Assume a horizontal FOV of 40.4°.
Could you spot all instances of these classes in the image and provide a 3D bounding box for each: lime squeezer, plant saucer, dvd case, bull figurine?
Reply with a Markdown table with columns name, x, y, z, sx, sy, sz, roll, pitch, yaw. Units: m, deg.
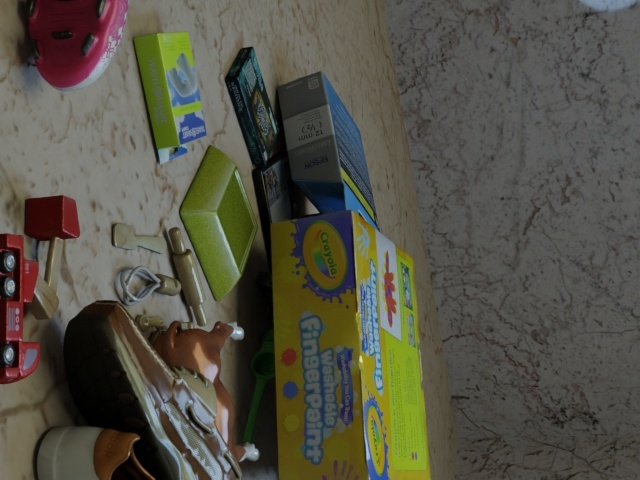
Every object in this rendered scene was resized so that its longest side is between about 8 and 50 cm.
| name | x | y | z | sx | sy | sz | roll | pitch | yaw |
| --- | --- | --- | --- | --- | --- | --- | --- | --- | --- |
| lime squeezer | -0.095 | 0.224 | 1.550 | 0.310 | 0.059 | 0.110 | -65 | 177 | -63 |
| plant saucer | -0.152 | -0.030 | 1.405 | 0.188 | 0.045 | 0.188 | -76 | 156 | -50 |
| dvd case | -0.077 | -0.037 | 1.718 | 0.180 | 0.022 | 0.253 | -50 | 134 | -67 |
| bull figurine | -0.159 | 0.254 | 1.166 | 0.188 | 0.101 | 0.310 | -24 | 112 | -73 |

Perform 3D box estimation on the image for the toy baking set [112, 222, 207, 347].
| name | x | y | z | sx | sy | sz | roll | pitch | yaw |
| --- | --- | --- | --- | --- | --- | --- | --- | --- | --- |
| toy baking set | -0.211 | 0.073 | 1.189 | 0.197 | 0.030 | 0.256 | -61 | 143 | -63 |

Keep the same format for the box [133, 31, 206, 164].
| name | x | y | z | sx | sy | sz | roll | pitch | yaw |
| --- | --- | --- | --- | --- | --- | --- | --- | --- | --- |
| box | -0.212 | -0.207 | 1.253 | 0.109 | 0.042 | 0.178 | -46 | 128 | -69 |

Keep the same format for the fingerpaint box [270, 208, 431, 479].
| name | x | y | z | sx | sy | sz | roll | pitch | yaw |
| --- | --- | --- | --- | --- | --- | --- | --- | --- | --- |
| fingerpaint box | 0.058 | 0.212 | 1.562 | 0.371 | 0.163 | 0.444 | 32 | 52 | -64 |

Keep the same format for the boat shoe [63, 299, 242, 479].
| name | x | y | z | sx | sy | sz | roll | pitch | yaw |
| --- | --- | --- | --- | --- | --- | --- | --- | --- | --- |
| boat shoe | -0.183 | 0.201 | 1.005 | 0.120 | 0.122 | 0.324 | -45 | 126 | -42 |

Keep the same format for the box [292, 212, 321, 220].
| name | x | y | z | sx | sy | sz | roll | pitch | yaw |
| --- | --- | --- | --- | --- | --- | --- | --- | --- | --- |
| box | 0.000 | 0.000 | 1.827 | 0.207 | 0.036 | 0.114 | -18 | 87 | -77 |

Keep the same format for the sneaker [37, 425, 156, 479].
| name | x | y | z | sx | sy | sz | roll | pitch | yaw |
| --- | --- | --- | --- | --- | --- | --- | --- | --- | --- |
| sneaker | -0.211 | 0.335 | 0.942 | 0.106 | 0.123 | 0.290 | -65 | 148 | -64 |

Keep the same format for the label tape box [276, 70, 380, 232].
| name | x | y | z | sx | sy | sz | roll | pitch | yaw |
| --- | --- | --- | --- | --- | --- | --- | --- | --- | --- |
| label tape box | 0.024 | -0.134 | 1.801 | 0.249 | 0.115 | 0.347 | 49 | 29 | -57 |

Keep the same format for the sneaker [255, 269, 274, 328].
| name | x | y | z | sx | sy | sz | roll | pitch | yaw |
| --- | --- | --- | --- | --- | --- | --- | --- | --- | --- |
| sneaker | -0.070 | 0.125 | 1.614 | 0.077 | 0.072 | 0.178 | -60 | 139 | -19 |

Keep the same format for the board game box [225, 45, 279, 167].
| name | x | y | z | sx | sy | sz | roll | pitch | yaw |
| --- | --- | --- | --- | --- | --- | --- | --- | --- | --- |
| board game box | -0.123 | -0.247 | 1.610 | 0.126 | 0.026 | 0.186 | -75 | 155 | -51 |

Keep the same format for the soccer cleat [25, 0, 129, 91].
| name | x | y | z | sx | sy | sz | roll | pitch | yaw |
| --- | --- | --- | --- | --- | --- | --- | --- | --- | --- |
| soccer cleat | -0.252 | -0.312 | 1.005 | 0.143 | 0.116 | 0.331 | 41 | 45 | -68 |

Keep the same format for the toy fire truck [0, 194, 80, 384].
| name | x | y | z | sx | sy | sz | roll | pitch | yaw |
| --- | --- | --- | --- | --- | --- | --- | --- | --- | --- |
| toy fire truck | -0.295 | 0.045 | 0.869 | 0.135 | 0.047 | 0.192 | 23 | 64 | -74 |
